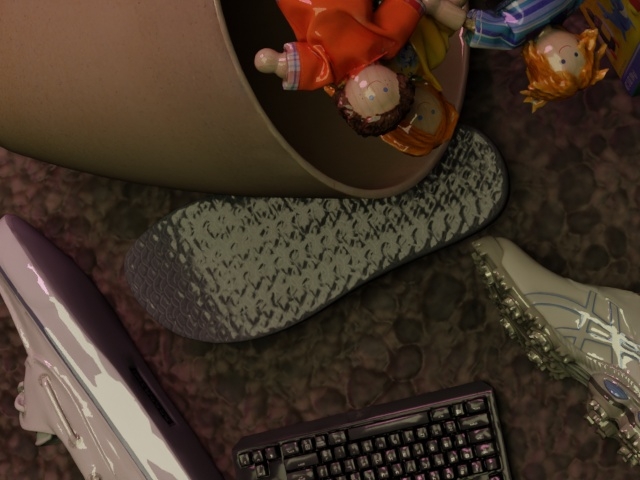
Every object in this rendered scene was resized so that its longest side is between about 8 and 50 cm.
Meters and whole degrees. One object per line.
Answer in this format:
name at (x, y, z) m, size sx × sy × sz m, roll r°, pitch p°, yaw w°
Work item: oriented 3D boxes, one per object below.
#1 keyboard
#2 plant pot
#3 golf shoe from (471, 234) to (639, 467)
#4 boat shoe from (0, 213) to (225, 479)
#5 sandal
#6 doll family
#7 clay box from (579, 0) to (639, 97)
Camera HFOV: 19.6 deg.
keyboard at (0.035, 0.160, 1.174) m, size 0.180 × 0.023 × 0.108 m, roll -15°, pitch 82°, yaw 18°
plant pot at (-0.092, -0.135, 1.136) m, size 0.274 × 0.256 × 0.256 m, roll -8°, pitch 84°, yaw 35°
golf shoe at (0.168, 0.052, 1.124) m, size 0.086 × 0.069 × 0.176 m, roll -40°, pitch 77°, yaw -8°
boat shoe at (-0.157, 0.102, 1.205) m, size 0.084 × 0.095 × 0.258 m, roll -37°, pitch 75°, yaw 9°
sandal at (0.001, 0.001, 1.187) m, size 0.254 × 0.054 × 0.097 m, roll -17°, pitch 88°, yaw 8°
doll family at (0.076, -0.139, 0.995) m, size 0.263 × 0.118 × 0.163 m, roll -28°, pitch 91°, yaw -12°
clay box at (0.160, -0.206, 1.095) m, size 0.053 × 0.127 × 0.222 m, roll -27°, pitch 77°, yaw -7°
